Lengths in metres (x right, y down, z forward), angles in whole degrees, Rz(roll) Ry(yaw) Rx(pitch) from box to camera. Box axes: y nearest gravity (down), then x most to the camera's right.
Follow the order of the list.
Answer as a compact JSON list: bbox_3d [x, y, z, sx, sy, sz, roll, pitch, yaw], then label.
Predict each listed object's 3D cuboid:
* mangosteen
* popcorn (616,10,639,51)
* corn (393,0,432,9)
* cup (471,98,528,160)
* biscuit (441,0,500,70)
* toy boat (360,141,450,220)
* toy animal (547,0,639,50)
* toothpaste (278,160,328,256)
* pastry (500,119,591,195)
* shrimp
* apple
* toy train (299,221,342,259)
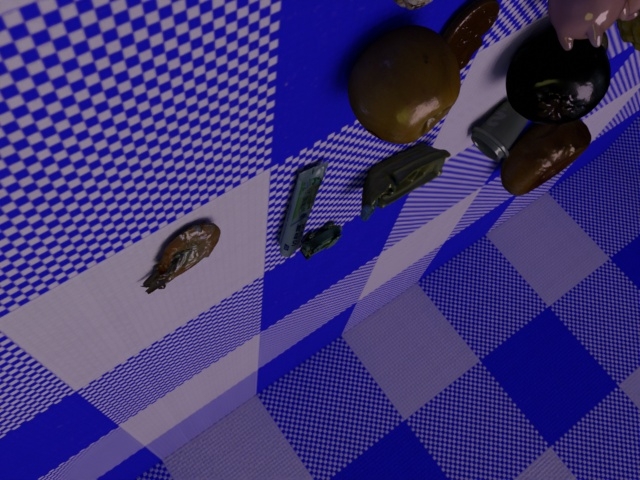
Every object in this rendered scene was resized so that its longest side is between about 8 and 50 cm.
[{"bbox_3d":[0.526,-0.370,1.355,0.243,0.243,0.243,-34,163,-12],"label":"mangosteen"},{"bbox_3d":[0.801,-0.547,1.390,0.250,0.241,0.235,-59,172,23],"label":"popcorn"},{"bbox_3d":[0.172,-0.376,0.793,0.211,0.087,0.087,-33,163,-12],"label":"corn"},{"bbox_3d":[0.476,-0.291,1.605,0.141,0.120,0.120,-47,163,4],"label":"cup"},{"bbox_3d":[0.257,-0.365,1.100,0.124,0.026,0.175,-30,161,-20],"label":"biscuit"},{"bbox_3d":[0.183,-0.148,1.436,0.276,0.084,0.111,-32,160,-29],"label":"toy boat"},{"bbox_3d":[0.540,-0.480,1.169,0.250,0.166,0.154,-37,121,-24],"label":"toy animal"},{"bbox_3d":[-0.045,-0.056,1.272,0.075,0.048,0.297,-28,158,-29],"label":"toothpaste"},{"bbox_3d":[0.757,-0.295,2.096,0.356,0.164,0.356,-34,169,-8],"label":"pastry"},{"bbox_3d":[-0.249,0.031,1.080,0.180,0.041,0.099,-40,162,10],"label":"shrimp"},{"bbox_3d":[0.133,-0.238,0.956,0.182,0.155,0.182,-34,160,-14],"label":"apple"},{"bbox_3d":[0.000,0.000,1.505,0.122,0.050,0.081,-29,169,-31],"label":"toy train"}]
